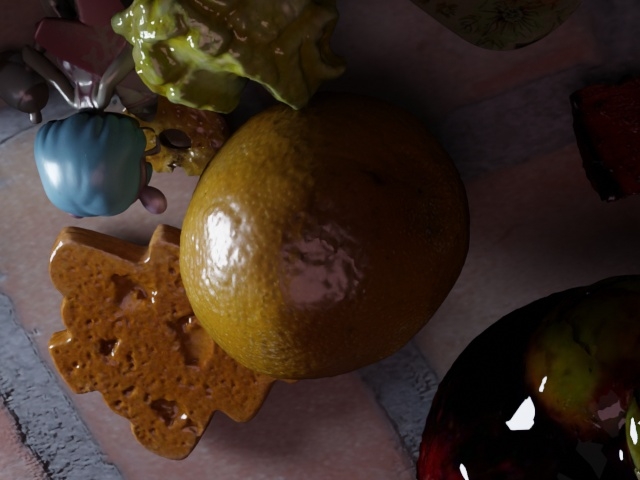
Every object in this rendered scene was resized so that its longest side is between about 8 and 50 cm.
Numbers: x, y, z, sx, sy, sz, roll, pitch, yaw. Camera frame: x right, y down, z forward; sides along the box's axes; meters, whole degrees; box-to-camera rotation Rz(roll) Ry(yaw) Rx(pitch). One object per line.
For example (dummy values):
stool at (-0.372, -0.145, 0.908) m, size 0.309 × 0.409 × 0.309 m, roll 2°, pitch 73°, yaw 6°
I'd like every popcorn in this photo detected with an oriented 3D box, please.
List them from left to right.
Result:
popcorn at (-0.079, -0.198, 1.595) m, size 0.187 × 0.185 × 0.167 m, roll -19°, pitch 130°, yaw 9°

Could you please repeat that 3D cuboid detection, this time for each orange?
orange at (0.000, 0.000, 1.664) m, size 0.264 × 0.264 × 0.264 m, roll 4°, pitch 123°, yaw 6°

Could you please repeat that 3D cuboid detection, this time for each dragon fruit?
dragon fruit at (0.313, -0.100, 1.634) m, size 0.192 × 0.122 × 0.092 m, roll -6°, pitch 106°, yaw 16°

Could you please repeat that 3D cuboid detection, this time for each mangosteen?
mangosteen at (0.302, 0.207, 1.680) m, size 0.421 × 0.381 × 0.381 m, roll -32°, pitch 113°, yaw 30°

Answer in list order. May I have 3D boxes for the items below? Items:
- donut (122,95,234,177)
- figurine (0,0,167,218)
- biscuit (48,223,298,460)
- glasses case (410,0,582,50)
donut at (-0.127, -0.104, 1.740) m, size 0.108 × 0.043 × 0.097 m, roll 11°, pitch 121°, yaw 6°
figurine at (-0.229, -0.141, 1.680) m, size 0.205 × 0.103 × 0.260 m, roll -3°, pitch 104°, yaw 24°
biscuit at (-0.118, 0.086, 1.860) m, size 0.306 × 0.043 × 0.284 m, roll -14°, pitch 118°, yaw 15°
glasses case at (0.044, -0.317, 1.544) m, size 0.425 × 0.098 × 0.156 m, roll 36°, pitch 119°, yaw -14°
